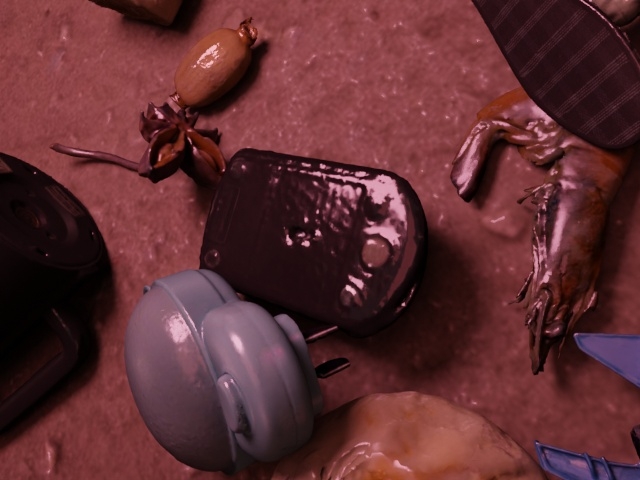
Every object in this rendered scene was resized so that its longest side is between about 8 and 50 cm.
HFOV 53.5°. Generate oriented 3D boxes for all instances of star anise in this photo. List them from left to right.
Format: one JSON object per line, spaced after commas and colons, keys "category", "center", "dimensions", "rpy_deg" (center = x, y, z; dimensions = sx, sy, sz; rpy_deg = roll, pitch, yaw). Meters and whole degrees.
{"category": "star anise", "center": [-0.245, -0.095, 0.822], "dimensions": [0.218, 0.148, 0.227], "rpy_deg": [49, 133, -7]}

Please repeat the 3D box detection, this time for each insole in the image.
{"category": "insole", "center": [0.198, -0.211, 0.595], "dimensions": [0.309, 0.012, 0.110], "rpy_deg": [60, 149, 14]}

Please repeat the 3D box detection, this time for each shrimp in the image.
{"category": "shrimp", "center": [0.199, -0.026, 0.622], "dimensions": [0.169, 0.058, 0.296], "rpy_deg": [11, 79, 33]}

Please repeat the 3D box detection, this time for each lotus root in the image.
{"category": "lotus root", "center": [-0.135, -0.224, 0.812], "dimensions": [0.150, 0.062, 0.073], "rpy_deg": [-41, 65, 12]}

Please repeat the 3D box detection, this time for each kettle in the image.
{"category": "kettle", "center": [-0.442, 0.076, 0.841], "dimensions": [0.308, 0.262, 0.203], "rpy_deg": [-43, 29, 13]}

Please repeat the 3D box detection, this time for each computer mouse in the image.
{"category": "computer mouse", "center": [0.000, 0.000, 0.678], "dimensions": [0.269, 0.100, 0.170], "rpy_deg": [17, 87, 32]}

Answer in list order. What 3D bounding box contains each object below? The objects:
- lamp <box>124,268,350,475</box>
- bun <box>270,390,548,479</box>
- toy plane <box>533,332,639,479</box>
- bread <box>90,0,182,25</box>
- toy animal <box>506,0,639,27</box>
{"category": "lamp", "center": [-0.103, 0.132, 0.628], "dimensions": [0.284, 0.147, 0.209], "rpy_deg": [-9, 103, 43]}
{"category": "bun", "center": [0.071, 0.273, 0.557], "dimensions": [0.287, 0.146, 0.287], "rpy_deg": [-4, 80, 21]}
{"category": "toy plane", "center": [0.312, 0.182, 0.495], "dimensions": [0.254, 0.105, 0.271], "rpy_deg": [-22, 66, 15]}
{"category": "bread", "center": [-0.245, -0.377, 0.860], "dimensions": [0.148, 0.134, 0.141], "rpy_deg": [23, 93, 39]}
{"category": "toy animal", "center": [0.297, -0.243, 0.598], "dimensions": [0.217, 0.176, 0.073], "rpy_deg": [-23, 82, -7]}
